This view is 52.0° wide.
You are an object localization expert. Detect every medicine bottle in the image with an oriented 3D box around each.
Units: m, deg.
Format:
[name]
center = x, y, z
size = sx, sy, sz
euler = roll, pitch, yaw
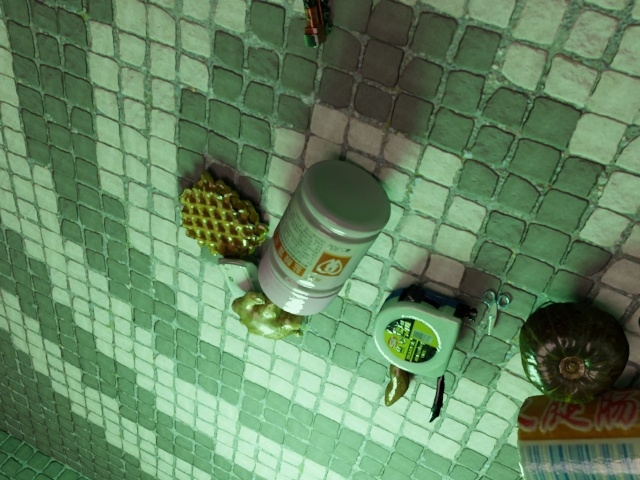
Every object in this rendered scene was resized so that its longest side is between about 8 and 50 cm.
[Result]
[medicine bottle]
center = 0.000, 0.000, 1.440
size = 0.202, 0.202, 0.316
euler = 34, 133, 3

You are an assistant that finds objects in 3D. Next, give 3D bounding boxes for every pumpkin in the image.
[pumpkin]
center = 0.519, 0.228, 1.357
size = 0.218, 0.162, 0.219
euler = 2, 109, 5

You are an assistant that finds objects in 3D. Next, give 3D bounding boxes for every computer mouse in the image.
[computer mouse]
center = -0.206, 0.099, 1.721
size = 0.102, 0.045, 0.199
euler = 5, 146, 14

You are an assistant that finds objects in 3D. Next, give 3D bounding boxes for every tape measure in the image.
[tape measure]
center = 0.226, 0.268, 1.573
size = 0.215, 0.098, 0.352
euler = 19, 123, 14

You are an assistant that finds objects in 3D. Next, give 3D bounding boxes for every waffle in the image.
[waffle]
center = -0.254, -0.052, 1.654
size = 0.243, 0.059, 0.238
euler = 41, 137, -1

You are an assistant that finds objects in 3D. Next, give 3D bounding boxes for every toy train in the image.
[toy train]
center = -0.010, -0.418, 1.224
size = 0.044, 0.064, 0.103
euler = 9, 127, 26

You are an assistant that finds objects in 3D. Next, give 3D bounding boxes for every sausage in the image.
[sausage]
center = 0.596, 0.441, 1.414
size = 0.287, 0.233, 0.233
euler = -16, 114, 37

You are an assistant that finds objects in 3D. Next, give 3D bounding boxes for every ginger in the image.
[ginger]
center = -0.129, 0.199, 1.725
size = 0.216, 0.102, 0.157
euler = 33, 132, -26

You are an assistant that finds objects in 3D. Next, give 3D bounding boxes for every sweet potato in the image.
[sweet potato]
center = 0.202, 0.367, 1.705
size = 0.055, 0.058, 0.202
euler = -126, 35, -46

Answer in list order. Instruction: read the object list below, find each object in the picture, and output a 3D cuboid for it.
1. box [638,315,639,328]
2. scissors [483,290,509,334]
[box]
center = 0.733, 0.091, 1.094
size = 0.211, 0.058, 0.350
euler = 39, 109, -3
[scissors]
center = 0.388, 0.164, 1.470
size = 0.058, 0.014, 0.119
euler = 15, 126, 21
